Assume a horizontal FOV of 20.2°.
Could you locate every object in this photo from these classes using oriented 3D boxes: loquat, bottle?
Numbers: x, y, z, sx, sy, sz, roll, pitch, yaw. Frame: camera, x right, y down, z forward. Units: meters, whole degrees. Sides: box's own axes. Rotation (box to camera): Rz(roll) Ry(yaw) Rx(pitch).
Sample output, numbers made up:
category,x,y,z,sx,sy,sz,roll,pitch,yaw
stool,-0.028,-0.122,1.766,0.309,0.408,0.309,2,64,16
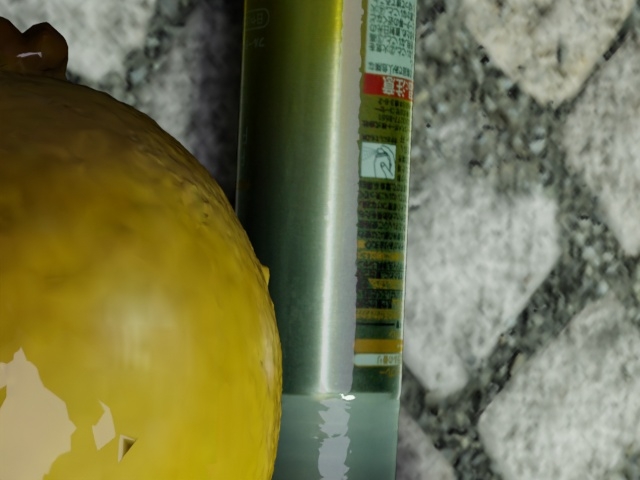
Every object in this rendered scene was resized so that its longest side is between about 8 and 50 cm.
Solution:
category,x,y,z,sx,sy,sz,roll,pitch,yaw
loquat,-0.138,0.050,0.637,0.275,0.275,0.275,0,90,-31
bottle,0.000,0.000,0.825,0.082,0.082,0.286,3,88,-31
